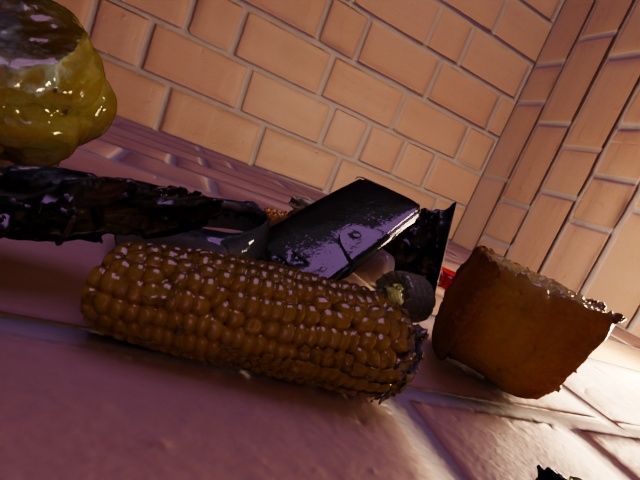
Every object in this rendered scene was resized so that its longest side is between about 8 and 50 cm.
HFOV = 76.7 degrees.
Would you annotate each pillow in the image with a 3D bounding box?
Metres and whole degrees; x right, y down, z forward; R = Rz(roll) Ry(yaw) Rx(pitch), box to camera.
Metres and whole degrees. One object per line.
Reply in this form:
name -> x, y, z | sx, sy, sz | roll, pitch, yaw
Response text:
pillow -> -0.009, -0.073, 1.232 | 0.148, 0.050, 0.230 | 31, -2, 10

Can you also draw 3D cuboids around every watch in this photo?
watch -> -0.178, -0.018, 0.578 | 0.206, 0.068, 0.193 | 10, 19, 3

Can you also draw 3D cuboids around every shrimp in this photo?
shrimp -> -0.257, -0.019, 0.302 | 0.365, 0.071, 0.233 | 1, 12, -16

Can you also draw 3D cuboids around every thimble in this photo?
thimble -> 0.144, 0.095, 0.705 | 0.062, 0.084, 0.110 | 16, 14, -27

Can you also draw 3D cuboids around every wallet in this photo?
wallet -> 0.022, -0.016, 0.689 | 0.172, 0.045, 0.318 | 31, 48, 34

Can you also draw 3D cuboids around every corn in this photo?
corn -> -0.047, 0.073, 0.381 | 0.318, 0.115, 0.115 | 18, 11, -15

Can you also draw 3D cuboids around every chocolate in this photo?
chocolate -> 0.189, 0.020, 0.907 | 0.177, 0.224, 0.206 | 12, 23, 18

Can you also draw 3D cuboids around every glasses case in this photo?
glasses case -> 0.097, 0.037, 0.912 | 0.051, 0.081, 0.204 | 21, 8, -30

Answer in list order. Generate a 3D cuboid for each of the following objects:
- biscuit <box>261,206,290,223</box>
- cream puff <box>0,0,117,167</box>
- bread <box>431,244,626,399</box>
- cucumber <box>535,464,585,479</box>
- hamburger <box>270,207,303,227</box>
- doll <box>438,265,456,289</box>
biscuit -> -0.053, -0.035, 1.088 | 0.254, 0.035, 0.254 | 22, 11, -4
cream puff -> -0.501, -0.220, 0.582 | 0.378, 0.275, 0.378 | 19, 41, -17
bread -> 0.276, 0.122, 0.596 | 0.194, 0.178, 0.340 | 29, 10, 23
cucumber -> 0.276, 0.250, 0.318 | 0.220, 0.046, 0.070 | 29, 10, 26
hamburger -> 0.000, 0.000, 0.855 | 0.206, 0.129, 0.183 | 8, -4, 45
doll -> 0.261, 0.061, 1.118 | 0.384, 0.099, 0.188 | 33, 12, 18
